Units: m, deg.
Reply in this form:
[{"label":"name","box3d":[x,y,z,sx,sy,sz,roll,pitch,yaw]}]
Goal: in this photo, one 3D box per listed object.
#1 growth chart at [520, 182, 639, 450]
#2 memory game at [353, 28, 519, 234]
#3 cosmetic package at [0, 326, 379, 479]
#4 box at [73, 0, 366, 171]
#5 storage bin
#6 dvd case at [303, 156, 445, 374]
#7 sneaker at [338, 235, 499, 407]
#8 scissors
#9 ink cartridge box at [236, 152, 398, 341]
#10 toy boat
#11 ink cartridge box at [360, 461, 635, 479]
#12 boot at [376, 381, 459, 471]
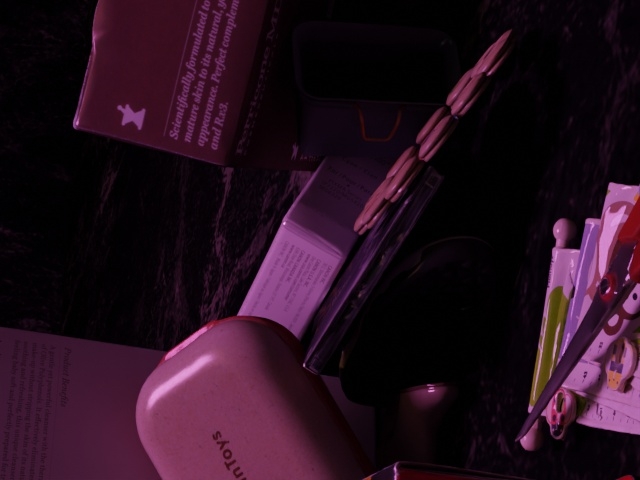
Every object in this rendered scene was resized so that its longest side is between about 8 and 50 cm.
[{"label":"growth chart","box3d":[0.181,0.037,0.901,0.237,0.021,0.171,160,119,-71]},{"label":"memory game","box3d":[0.082,-0.079,1.141,0.186,0.012,0.186,-52,3,3]},{"label":"cosmetic package","box3d":[-0.145,0.203,1.288,0.155,0.366,0.196,126,150,-54]},{"label":"box","box3d":[-0.072,-0.167,1.371,0.381,0.143,0.191,-10,-65,-77]},{"label":"storage bin","box3d":[0.040,-0.110,1.276,0.091,0.135,0.098,103,166,-52]},{"label":"dvd case","box3d":[0.039,0.010,1.183,0.164,0.018,0.221,-58,1,6]},{"label":"sneaker","box3d":[0.061,0.041,1.184,0.234,0.084,0.097,123,152,-54]},{"label":"scissors","box3d":[0.173,0.007,0.881,0.297,0.021,0.109,122,151,-52]},{"label":"ink cartridge box","box3d":[0.000,0.000,1.437,0.261,0.066,0.296,-59,-2,-41]},{"label":"toy boat","box3d":[-0.024,0.166,1.198,0.151,0.151,0.231,-35,80,26]},{"label":"ink cartridge box","box3d":[0.071,0.299,0.934,0.272,0.130,0.309,136,140,-62]},{"label":"boot","box3d":[0.074,0.153,1.169,0.118,0.042,0.086,144,127,-69]}]
